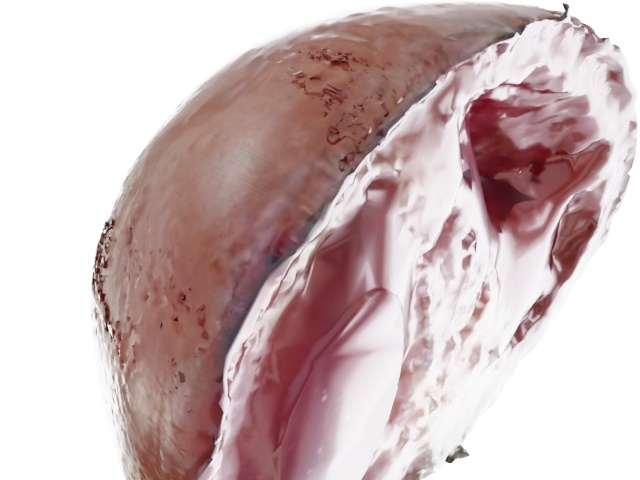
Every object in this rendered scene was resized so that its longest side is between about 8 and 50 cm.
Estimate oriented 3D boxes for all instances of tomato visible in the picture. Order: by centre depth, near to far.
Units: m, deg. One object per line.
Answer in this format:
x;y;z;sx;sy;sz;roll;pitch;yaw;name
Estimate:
0.000;0.000;0.534;0.099;0.173;0.189;31;-128;26;tomato
